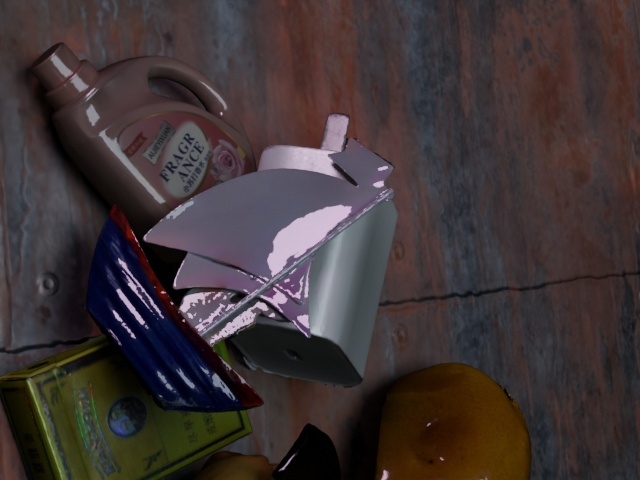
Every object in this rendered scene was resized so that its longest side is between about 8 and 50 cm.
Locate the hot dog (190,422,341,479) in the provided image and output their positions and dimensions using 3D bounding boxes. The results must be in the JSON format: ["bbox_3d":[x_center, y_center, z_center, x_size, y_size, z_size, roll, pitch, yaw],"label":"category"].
[{"bbox_3d":[-0.114,0.309,1.378,0.326,0.107,0.194,-52,147,-25],"label":"hot dog"}]

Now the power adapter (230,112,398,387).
[{"bbox_3d":[0.000,0.000,1.491,0.187,0.124,0.255,61,40,-65],"label":"power adapter"}]

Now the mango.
[{"bbox_3d":[0.143,0.234,1.607,0.136,0.166,0.236,93,5,-49],"label":"mango"}]

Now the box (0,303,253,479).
[{"bbox_3d":[-0.178,0.156,1.391,0.220,0.064,0.141,-21,98,-39],"label":"box"}]

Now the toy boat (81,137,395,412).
[{"bbox_3d":[-0.086,0.005,1.359,0.219,0.072,0.318,28,71,8],"label":"toy boat"}]

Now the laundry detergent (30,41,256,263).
[{"bbox_3d":[-0.165,-0.112,1.435,0.237,0.076,0.171,51,52,-21],"label":"laundry detergent"}]
